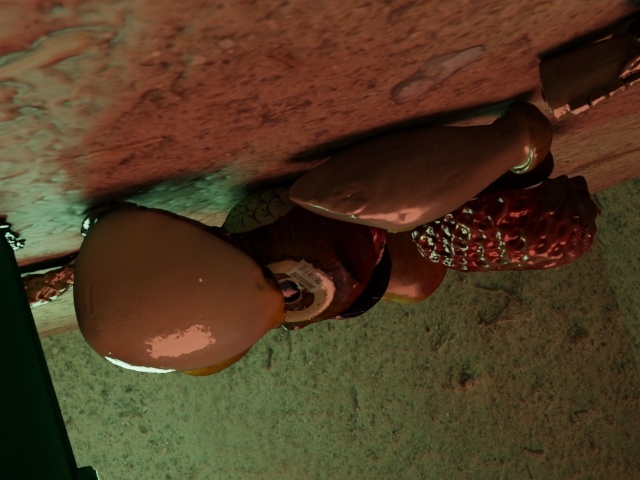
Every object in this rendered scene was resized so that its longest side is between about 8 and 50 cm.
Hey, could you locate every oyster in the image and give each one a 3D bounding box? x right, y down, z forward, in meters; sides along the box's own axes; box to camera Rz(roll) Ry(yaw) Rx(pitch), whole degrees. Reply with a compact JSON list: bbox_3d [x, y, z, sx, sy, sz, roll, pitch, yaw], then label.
[{"bbox_3d":[-0.490,0.080,1.121,0.345,0.079,0.128,-17,-177,-7],"label":"oyster"}]

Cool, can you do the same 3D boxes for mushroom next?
[{"bbox_3d":[0.132,-0.090,0.852,0.350,0.128,0.128,-19,175,-8],"label":"mushroom"}]

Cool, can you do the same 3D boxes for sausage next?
[{"bbox_3d":[0.286,-0.119,1.157,0.300,0.083,0.089,-10,173,-26],"label":"sausage"}]

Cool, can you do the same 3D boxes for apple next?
[{"bbox_3d":[0.196,0.058,1.800,0.309,0.250,0.277,-15,175,20],"label":"apple"}]

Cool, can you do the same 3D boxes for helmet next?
[{"bbox_3d":[0.014,0.059,1.508,0.278,0.231,0.160,-1,-179,-14],"label":"helmet"}]

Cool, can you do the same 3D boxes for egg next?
[{"bbox_3d":[-0.193,0.094,0.849,0.264,0.174,0.286,-4,148,34],"label":"egg"}]

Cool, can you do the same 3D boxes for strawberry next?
[{"bbox_3d":[0.331,-0.005,1.195,0.336,0.149,0.265,-19,174,41],"label":"strawberry"}]

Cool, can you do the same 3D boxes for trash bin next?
[{"bbox_3d":[-0.413,0.187,0.738,0.259,0.381,0.295,-14,173,-21],"label":"trash bin"}]

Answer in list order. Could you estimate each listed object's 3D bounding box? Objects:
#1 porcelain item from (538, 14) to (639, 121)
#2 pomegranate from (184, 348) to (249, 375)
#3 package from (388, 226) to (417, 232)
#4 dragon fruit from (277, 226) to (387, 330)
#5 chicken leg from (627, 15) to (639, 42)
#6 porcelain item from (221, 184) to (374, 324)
[{"bbox_3d":[0.324,-0.187,0.639,0.213,0.084,0.054,-20,146,34],"label":"porcelain item"},{"bbox_3d":[-0.289,0.190,1.710,0.319,0.319,0.319,-15,174,-2],"label":"pomegranate"},{"bbox_3d":[0.189,-0.066,1.356,0.168,0.090,0.226,-14,175,-12],"label":"package"},{"bbox_3d":[0.000,0.000,1.179,0.240,0.302,0.330,22,144,-21],"label":"dragon fruit"},{"bbox_3d":[0.341,-0.216,0.527,0.093,0.053,0.205,-38,-168,-26],"label":"chicken leg"},{"bbox_3d":[-0.035,0.002,1.025,0.253,0.253,0.253,-15,174,-2],"label":"porcelain item"}]
